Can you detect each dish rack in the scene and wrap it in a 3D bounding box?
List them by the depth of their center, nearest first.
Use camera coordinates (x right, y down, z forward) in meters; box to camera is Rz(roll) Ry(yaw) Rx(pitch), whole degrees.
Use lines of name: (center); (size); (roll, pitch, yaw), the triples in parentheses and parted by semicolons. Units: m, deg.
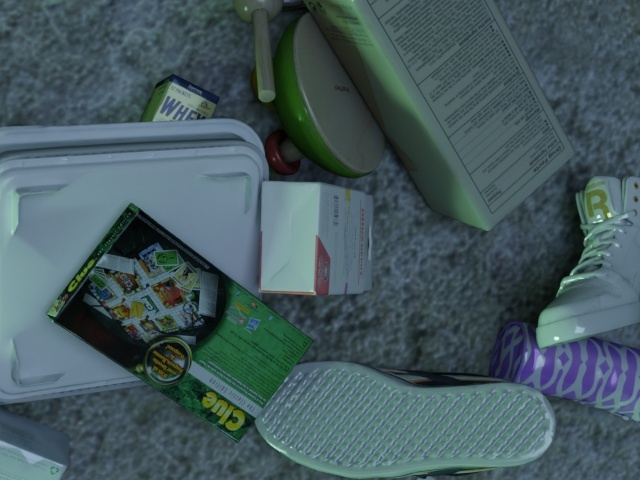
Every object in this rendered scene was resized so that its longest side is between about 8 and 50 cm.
dish rack: (-0.195, 0.027, 1.375); (0.333, 0.072, 0.285); (-6, 110, -29)

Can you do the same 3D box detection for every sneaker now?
sneaker: (0.091, 0.200, 1.511); (0.321, 0.127, 0.126); (5, 83, 8)
sneaker: (0.306, 0.016, 1.540); (0.292, 0.108, 0.169); (-16, 90, -53)

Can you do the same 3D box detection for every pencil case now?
pencil case: (0.298, 0.152, 1.589); (0.206, 0.086, 0.088); (16, 113, -15)

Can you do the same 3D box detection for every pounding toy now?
pounding toy: (-0.036, -0.152, 1.468); (0.237, 0.110, 0.183); (37, 42, -48)

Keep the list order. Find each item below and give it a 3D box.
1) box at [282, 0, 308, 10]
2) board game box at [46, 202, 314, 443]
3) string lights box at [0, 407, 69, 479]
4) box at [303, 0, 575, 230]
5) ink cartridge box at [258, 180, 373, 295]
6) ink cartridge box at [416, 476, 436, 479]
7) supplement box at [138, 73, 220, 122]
box: (0.065, -0.296, 1.532); (0.324, 0.063, 0.067); (-6, 91, -17)
board game box: (-0.133, 0.087, 1.373); (0.260, 0.030, 0.136); (40, 83, -35)
string lights box: (-0.359, 0.288, 1.344); (0.133, 0.077, 0.259); (25, 101, -15)
box: (0.128, -0.177, 1.473); (0.148, 0.121, 0.311); (-40, 118, -15)
ink cartridge box: (0.000, 0.000, 1.472); (0.067, 0.198, 0.115); (2, 88, 19)
ink cartridge box: (0.114, 0.307, 1.554); (0.048, 0.028, 0.083); (37, 79, -14)
supplement box: (-0.155, -0.121, 1.450); (0.056, 0.083, 0.083); (26, 81, -17)
